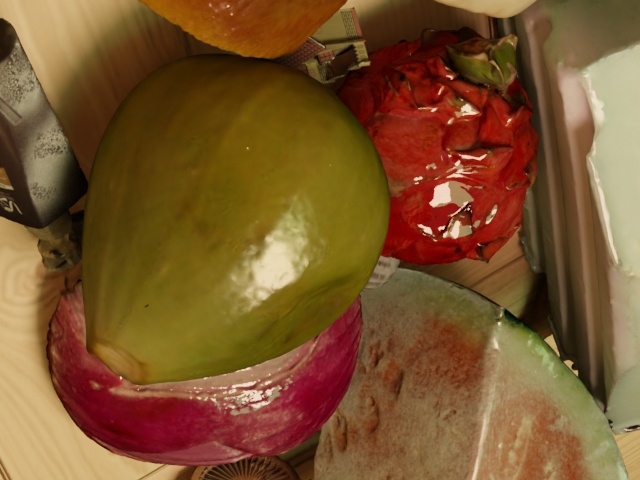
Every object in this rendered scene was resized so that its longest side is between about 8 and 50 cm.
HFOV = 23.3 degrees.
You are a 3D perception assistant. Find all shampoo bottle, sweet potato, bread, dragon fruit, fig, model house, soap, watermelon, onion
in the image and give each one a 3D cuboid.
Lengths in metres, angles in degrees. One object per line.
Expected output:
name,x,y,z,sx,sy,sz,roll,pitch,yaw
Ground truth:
shampoo bottle,-0.199,-0.058,1.044,0.063,0.057,0.207,-45,146,-25
sweet potato,0.242,0.042,1.476,0.068,0.068,0.226,3,123,-40
bread,-0.053,-0.193,0.981,0.260,0.134,0.129,15,116,-44
dragon fruit,0.083,-0.066,1.174,0.172,0.172,0.209,-23,137,-21
fig,-0.059,-0.008,1.056,0.207,0.207,0.230,12,89,-44
model house,-0.012,-0.132,1.124,0.058,0.057,0.083,-12,176,-36
soap,0.258,-0.034,1.252,0.156,0.261,0.446,-18,137,-3
watermelon,0.108,0.217,1.334,0.258,0.228,0.387,-38,119,-25
onion,-0.079,0.127,1.212,0.250,0.111,0.247,-11,141,-14

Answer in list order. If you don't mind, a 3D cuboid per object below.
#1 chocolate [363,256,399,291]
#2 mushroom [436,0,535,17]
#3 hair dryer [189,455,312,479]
chocolate,0.000,0.000,1.241,0.167,0.072,0.072,15,115,-47
mushroom,0.189,-0.274,0.946,0.353,0.325,0.353,-28,136,-31
hair dryer,0.029,0.251,1.472,0.352,0.107,0.189,-21,135,-30
